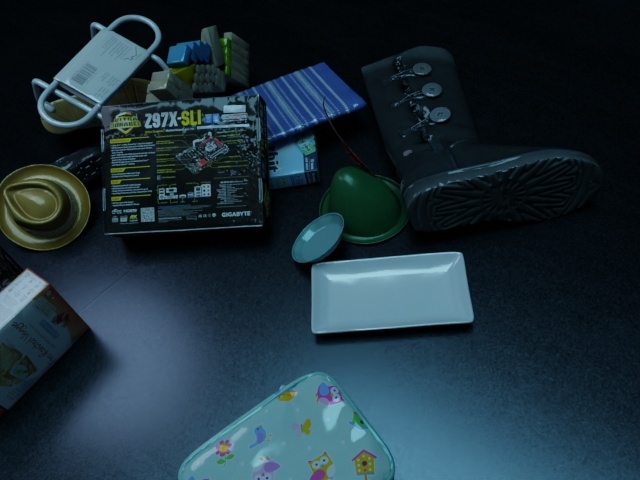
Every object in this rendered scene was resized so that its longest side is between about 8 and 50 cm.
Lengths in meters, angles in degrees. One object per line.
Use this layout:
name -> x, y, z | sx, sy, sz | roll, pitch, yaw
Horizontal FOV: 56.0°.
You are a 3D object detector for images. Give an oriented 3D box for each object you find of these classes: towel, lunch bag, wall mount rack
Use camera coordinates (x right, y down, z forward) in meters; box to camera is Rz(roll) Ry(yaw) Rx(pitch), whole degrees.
towel -> -0.092, -0.288, 1.331 | 0.336, 0.040, 0.243 | -23, 42, -9
lunch bag -> -0.044, 0.329, 0.848 | 0.279, 0.108, 0.224 | -31, 49, -15
wall mount rack -> -0.429, -0.318, 1.318 | 0.304, 0.130, 0.350 | 30, 62, 0

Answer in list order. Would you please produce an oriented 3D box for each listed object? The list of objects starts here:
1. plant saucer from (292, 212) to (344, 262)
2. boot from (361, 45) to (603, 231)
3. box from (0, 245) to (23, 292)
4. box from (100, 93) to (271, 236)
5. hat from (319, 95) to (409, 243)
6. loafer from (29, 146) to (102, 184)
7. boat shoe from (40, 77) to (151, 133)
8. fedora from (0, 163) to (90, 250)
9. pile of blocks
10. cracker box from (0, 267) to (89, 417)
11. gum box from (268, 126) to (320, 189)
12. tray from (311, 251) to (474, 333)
plant saucer -> 0.000, 0.000, 1.116 | 0.119, 0.021, 0.119 | -29, 33, 21
boot -> 0.296, -0.230, 1.205 | 0.367, 0.146, 0.445 | -5, 44, -5
box -> -0.661, 0.084, 1.115 | 0.180, 0.147, 0.077 | -34, 55, -15
box -> -0.263, -0.142, 1.180 | 0.322, 0.079, 0.257 | -4, 85, 6
hat -> 0.064, -0.120, 1.118 | 0.208, 0.183, 0.173 | 22, 61, 24
loafer -> -0.567, -0.135, 1.316 | 0.223, 0.076, 0.078 | -31, 35, -8
boat shoe -> -0.521, -0.323, 1.431 | 0.277, 0.098, 0.096 | -19, 17, -21
fedora -> -0.572, -0.074, 1.218 | 0.194, 0.079, 0.194 | 1, 81, -6
pile of blocks -> -0.282, -0.379, 1.308 | 0.113, 0.149, 0.362 | 0, 22, 23
cracker box -> -0.524, 0.182, 1.012 | 0.067, 0.155, 0.232 | 28, 63, 26
gum box -> -0.098, -0.178, 1.280 | 0.184, 0.041, 0.157 | -9, 51, 5
tray -> 0.119, 0.095, 1.045 | 0.270, 0.030, 0.145 | -5, 52, 6
